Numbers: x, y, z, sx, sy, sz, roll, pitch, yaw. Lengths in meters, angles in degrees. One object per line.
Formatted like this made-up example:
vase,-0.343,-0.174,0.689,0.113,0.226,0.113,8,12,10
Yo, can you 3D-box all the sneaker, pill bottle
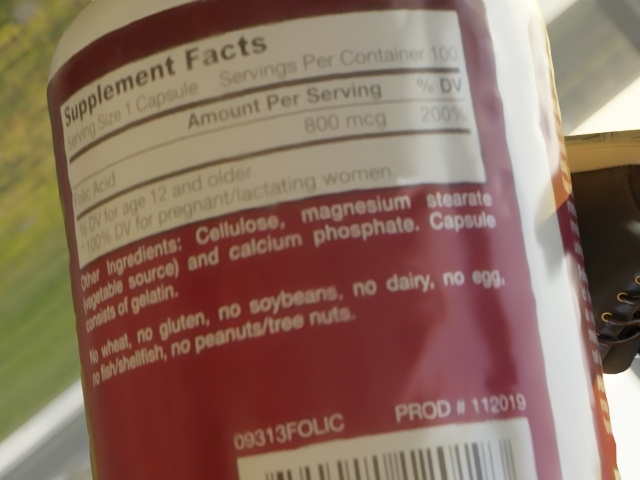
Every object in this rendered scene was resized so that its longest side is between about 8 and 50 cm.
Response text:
sneaker,0.168,0.006,0.924,0.083,0.118,0.222,-12,-173,-35
pill bottle,0.000,0.000,0.849,0.224,0.392,0.224,-8,168,-2
